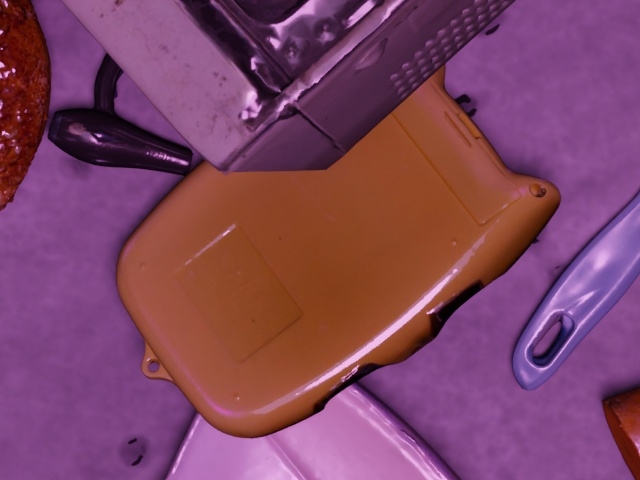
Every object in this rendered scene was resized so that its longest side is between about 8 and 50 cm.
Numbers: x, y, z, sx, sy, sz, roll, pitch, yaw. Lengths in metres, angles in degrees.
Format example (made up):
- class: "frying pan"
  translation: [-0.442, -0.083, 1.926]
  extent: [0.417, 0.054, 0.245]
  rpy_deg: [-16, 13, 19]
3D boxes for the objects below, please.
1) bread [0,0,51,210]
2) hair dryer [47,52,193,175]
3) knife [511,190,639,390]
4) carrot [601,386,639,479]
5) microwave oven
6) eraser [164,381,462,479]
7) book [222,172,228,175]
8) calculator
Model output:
- class: "bread"
  translation: [-0.233, -0.088, 1.036]
  extent: [0.193, 0.064, 0.193]
  rpy_deg: [0, 96, 4]
- class: "hair dryer"
  translation: [-0.103, -0.079, 1.055]
  extent: [0.079, 0.031, 0.083]
  rpy_deg: [13, 87, -11]
- class: "knife"
  translation: [0.198, -0.049, 1.057]
  extent: [0.044, 0.019, 0.313]
  rpy_deg: [38, 92, 1]
- class: "carrot"
  translation: [0.261, 0.077, 1.047]
  extent: [0.210, 0.061, 0.061]
  rpy_deg: [-21, 94, -2]
- class: "microwave oven"
  translation: [-0.047, -0.266, 0.902]
  extent: [0.333, 0.247, 0.394]
  rpy_deg: [-42, 84, 5]
- class: "eraser"
  translation: [0.020, 0.184, 1.049]
  extent: [0.243, 0.059, 0.204]
  rpy_deg: [27, 92, 5]
- class: "book"
  translation: [-0.003, -0.142, 1.032]
  extent: [0.199, 0.016, 0.138]
  rpy_deg: [-33, 76, 3]
- class: "calculator"
  translation: [0.000, 0.000, 1.027]
  extent: [0.236, 0.033, 0.157]
  rpy_deg: [-38, 74, -1]
